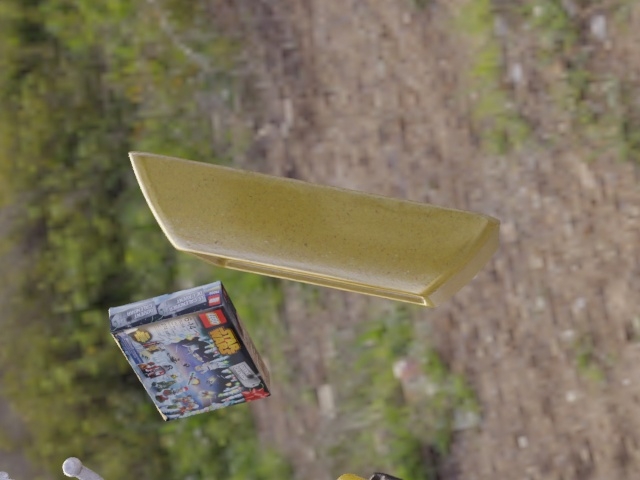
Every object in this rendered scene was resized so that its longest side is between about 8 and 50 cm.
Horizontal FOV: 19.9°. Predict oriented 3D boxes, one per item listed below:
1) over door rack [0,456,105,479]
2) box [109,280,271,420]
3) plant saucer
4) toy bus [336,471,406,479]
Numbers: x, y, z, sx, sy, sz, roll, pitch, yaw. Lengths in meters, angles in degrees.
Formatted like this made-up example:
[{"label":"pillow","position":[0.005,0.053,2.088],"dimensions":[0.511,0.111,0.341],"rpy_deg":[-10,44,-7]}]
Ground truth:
[{"label":"over door rack","position":[-0.330,0.358,1.995],"dimensions":[0.324,0.239,0.108],"rpy_deg":[0,139,39]},{"label":"box","position":[-0.103,0.091,1.467],"dimensions":[0.137,0.094,0.027],"rpy_deg":[66,-168,-50]},{"label":"plant saucer","position":[0.000,0.000,1.732],"dimensions":[0.333,0.333,0.081],"rpy_deg":[45,-124,-82]},{"label":"toy bus","position":[0.120,0.287,1.454],"dimensions":[0.211,0.220,0.149],"rpy_deg":[6,74,63]}]
